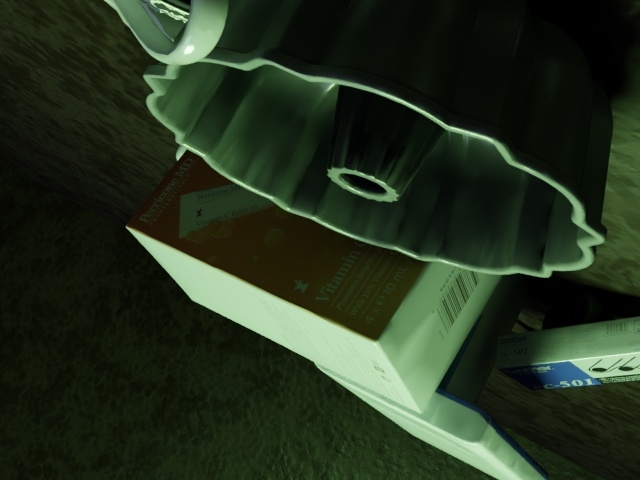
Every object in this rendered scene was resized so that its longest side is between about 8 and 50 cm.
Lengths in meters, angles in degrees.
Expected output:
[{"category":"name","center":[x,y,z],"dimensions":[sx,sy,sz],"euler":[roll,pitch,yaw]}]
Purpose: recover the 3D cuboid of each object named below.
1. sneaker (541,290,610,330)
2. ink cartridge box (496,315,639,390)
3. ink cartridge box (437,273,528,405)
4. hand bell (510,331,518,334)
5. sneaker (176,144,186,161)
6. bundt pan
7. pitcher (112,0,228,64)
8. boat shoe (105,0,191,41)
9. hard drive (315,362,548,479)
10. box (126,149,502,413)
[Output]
[{"category":"sneaker","center":[0.338,0.108,0.999],"dimensions":[0.089,0.051,0.170],"euler":[19,164,-2]},{"category":"ink cartridge box","center":[0.321,0.133,0.935],"dimensions":[0.207,0.046,0.097],"euler":[-14,147,38]},{"category":"ink cartridge box","center":[0.100,0.075,1.052],"dimensions":[0.270,0.198,0.197],"euler":[23,167,26]},{"category":"hand bell","center":[0.283,0.148,1.239],"dimensions":[0.242,0.126,0.126],"euler":[21,173,-27]},{"category":"sneaker","center":[-0.134,-0.081,1.143],"dimensions":[0.232,0.115,0.090],"euler":[21,166,34]},{"category":"bundt pan","center":[0.050,-0.092,0.572],"dimensions":[0.331,0.124,0.331],"euler":[20,167,5]},{"category":"pitcher","center":[-0.118,-0.196,0.466],"dimensions":[0.207,0.177,0.126],"euler":[16,-168,43]},{"category":"boat shoe","center":[-0.181,-0.252,0.710],"dimensions":[0.065,0.075,0.206],"euler":[-34,119,28]},{"category":"hard drive","center":[0.146,0.222,0.973],"dimensions":[0.210,0.040,0.318],"euler":[21,166,33]},{"category":"box","center":[0.000,0.000,0.876],"dimensions":[0.345,0.215,0.168],"euler":[21,157,34]}]
